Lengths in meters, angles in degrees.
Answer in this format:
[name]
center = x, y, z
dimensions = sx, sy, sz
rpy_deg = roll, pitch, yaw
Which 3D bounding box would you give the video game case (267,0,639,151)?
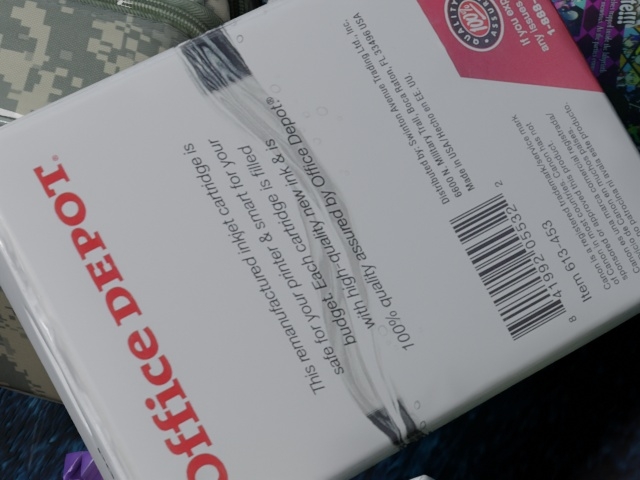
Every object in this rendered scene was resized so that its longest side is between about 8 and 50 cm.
[video game case]
center = 0.076, -0.121, 0.809
dimensions = 0.210, 0.042, 0.232
rpy_deg = 1, 51, 18

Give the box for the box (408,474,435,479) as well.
[box]
center = 0.003, 0.178, 0.588
dimensions = 0.203, 0.103, 0.114
rpy_deg = -30, 34, 51

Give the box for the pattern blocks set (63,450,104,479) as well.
[pattern blocks set]
center = -0.175, 0.260, 0.885
dimensions = 0.285, 0.026, 0.325
rpy_deg = -32, 34, 37

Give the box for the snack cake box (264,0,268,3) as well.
[snack cake box]
center = 0.009, -0.284, 1.176
dimensions = 0.152, 0.089, 0.264
rpy_deg = -38, 30, 23

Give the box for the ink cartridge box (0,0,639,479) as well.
[ink cartridge box]
center = 0.000, 0.000, 0.631
dimensions = 0.237, 0.172, 0.100
rpy_deg = -27, -5, -17

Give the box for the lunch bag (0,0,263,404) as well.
[lunch bag]
center = -0.129, -0.080, 0.908
dimensions = 0.305, 0.212, 0.256
rpy_deg = 87, -164, -55
